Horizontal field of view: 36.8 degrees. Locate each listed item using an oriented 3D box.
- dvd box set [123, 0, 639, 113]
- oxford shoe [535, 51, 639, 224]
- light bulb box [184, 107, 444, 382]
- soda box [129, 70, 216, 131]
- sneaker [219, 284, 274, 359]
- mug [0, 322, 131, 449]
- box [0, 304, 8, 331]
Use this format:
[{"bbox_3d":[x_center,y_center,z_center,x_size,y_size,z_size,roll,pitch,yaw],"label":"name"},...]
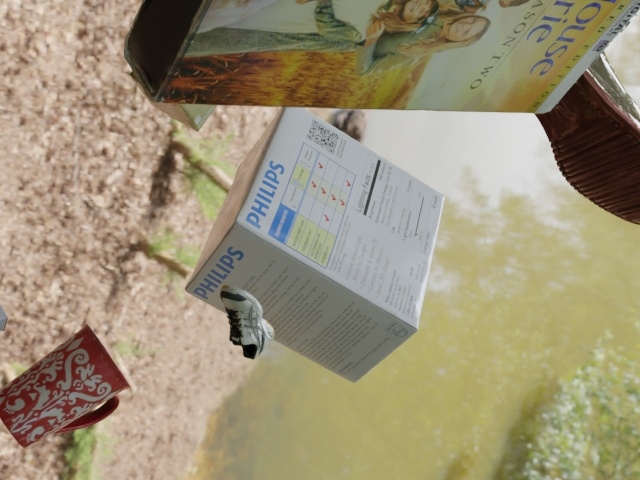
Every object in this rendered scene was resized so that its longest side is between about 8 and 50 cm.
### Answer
[{"bbox_3d":[0.108,-0.214,0.664,0.420,0.062,0.307,-5,144,-41],"label":"dvd box set"},{"bbox_3d":[0.321,-0.161,1.117,0.348,0.123,0.130,46,51,-23],"label":"oxford shoe"},{"bbox_3d":[0.000,0.000,1.745,0.225,0.361,0.358,-48,-163,43],"label":"light bulb box"},{"bbox_3d":[-0.088,-0.192,0.860,0.181,0.058,0.061,-55,162,-10],"label":"soda box"},{"bbox_3d":[-0.069,0.075,0.856,0.037,0.032,0.083,-57,136,-28],"label":"sneaker"},{"bbox_3d":[-0.365,0.227,1.378,0.169,0.113,0.150,-34,111,-16],"label":"mug"},{"bbox_3d":[-0.559,0.091,1.349,0.186,0.145,0.038,-18,150,-40],"label":"box"}]
